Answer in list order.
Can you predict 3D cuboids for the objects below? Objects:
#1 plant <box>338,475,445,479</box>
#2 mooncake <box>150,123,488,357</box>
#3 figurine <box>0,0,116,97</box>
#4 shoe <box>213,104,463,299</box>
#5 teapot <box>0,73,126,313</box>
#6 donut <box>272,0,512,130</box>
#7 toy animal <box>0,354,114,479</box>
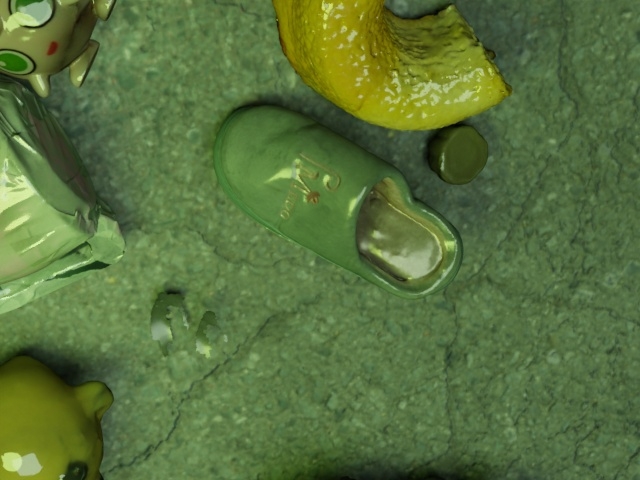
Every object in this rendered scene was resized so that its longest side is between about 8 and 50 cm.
[{"bbox_3d":[0.075,0.303,1.680,0.274,0.149,0.146,-1,157,-32],"label":"plant"},{"bbox_3d":[0.002,0.003,1.585,0.346,0.057,0.150,-15,103,-8],"label":"mooncake"},{"bbox_3d":[-0.239,-0.189,1.390,0.138,0.125,0.125,21,105,-12],"label":"figurine"},{"bbox_3d":[0.021,-0.035,1.513,0.251,0.100,0.103,31,82,-7],"label":"shoe"},{"bbox_3d":[-0.286,-0.031,1.448,0.178,0.221,0.163,-31,79,7],"label":"teapot"},{"bbox_3d":[0.049,-0.177,1.509,0.152,0.101,0.259,-39,122,7],"label":"donut"},{"bbox_3d":[-0.306,0.211,1.524,0.281,0.195,0.169,-25,78,-2],"label":"toy animal"}]
